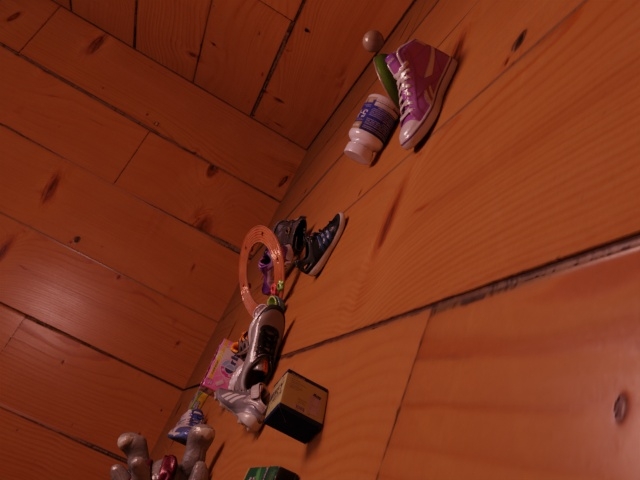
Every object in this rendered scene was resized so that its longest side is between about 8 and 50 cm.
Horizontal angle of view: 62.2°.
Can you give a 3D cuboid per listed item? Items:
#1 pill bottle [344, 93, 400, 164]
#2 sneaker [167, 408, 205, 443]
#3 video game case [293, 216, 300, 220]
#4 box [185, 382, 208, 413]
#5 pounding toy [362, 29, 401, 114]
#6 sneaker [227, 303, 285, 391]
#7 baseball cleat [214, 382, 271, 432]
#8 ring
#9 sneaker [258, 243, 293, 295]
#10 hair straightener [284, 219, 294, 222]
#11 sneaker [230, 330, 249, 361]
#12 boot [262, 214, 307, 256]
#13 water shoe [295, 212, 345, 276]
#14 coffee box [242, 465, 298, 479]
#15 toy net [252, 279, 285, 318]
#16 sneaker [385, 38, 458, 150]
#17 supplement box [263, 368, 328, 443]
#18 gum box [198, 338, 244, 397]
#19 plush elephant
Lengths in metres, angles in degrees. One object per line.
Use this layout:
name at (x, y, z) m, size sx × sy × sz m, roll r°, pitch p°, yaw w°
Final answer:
pill bottle at (0.149, -0.324, 1.562) m, size 0.186 × 0.112 × 0.112 m, roll -62°, pitch 10°, yaw -6°
sneaker at (-0.466, 0.655, 1.879) m, size 0.130 × 0.112 × 0.296 m, roll -65°, pitch 12°, yaw -24°
video game case at (-0.146, -0.004, 2.368) m, size 0.206 × 0.026 × 0.227 m, roll -62°, pitch 10°, yaw -10°
box at (-0.521, 0.680, 2.276) m, size 0.179 × 0.043 × 0.105 m, roll -57°, pitch 11°, yaw 11°
pounding toy at (0.216, -0.443, 1.363) m, size 0.110 × 0.236 × 0.183 m, roll -26°, pitch 9°, yaw 24°
sneaker at (-0.149, 0.297, 1.397) m, size 0.108 × 0.100 × 0.271 m, roll -23°, pitch 44°, yaw 59°
baseball cleat at (-0.179, 0.381, 1.273) m, size 0.206 × 0.072 × 0.109 m, roll 18°, pitch 67°, yaw 52°
ring at (-0.200, 0.115, 1.839) m, size 0.337 × 0.032 × 0.336 m, roll -2°, pitch 88°, yaw 57°
sneaker at (-0.184, 0.105, 1.938) m, size 0.095 × 0.105 × 0.236 m, roll -111°, pitch 37°, yaw -46°
hair straightener at (-0.132, -0.037, 2.227) m, size 0.089 × 0.047 × 0.230 m, roll -55°, pitch 23°, yaw 7°
sneaker at (-0.212, 0.312, 1.659) m, size 0.215 × 0.083 × 0.084 m, roll -52°, pitch 12°, yaw 35°
boot at (-0.133, 0.030, 2.020) m, size 0.229 × 0.091 × 0.262 m, roll 9°, pitch 88°, yaw 65°
water shoe at (0.000, 0.000, 1.482) m, size 0.203 × 0.080 × 0.073 m, roll -63°, pitch 11°, yaw -11°
coffee box at (-0.103, 0.440, 0.886) m, size 0.184 × 0.041 × 0.113 m, roll -43°, pitch 20°, yaw 59°
toy net at (-0.178, 0.214, 1.731) m, size 0.232 × 0.045 × 0.122 m, roll -40°, pitch 54°, yaw 51°
sneaker at (0.202, -0.348, 1.235) m, size 0.102 × 0.161 × 0.282 m, roll -38°, pitch 26°, yaw 61°
supplement box at (-0.040, 0.280, 0.897) m, size 0.056 × 0.083 × 0.083 m, roll -53°, pitch 11°, yaw 31°
gum box at (-0.311, 0.426, 1.756) m, size 0.062 × 0.107 × 0.188 m, roll -49°, pitch 15°, yaw 50°
plush elephant at (-0.435, 0.637, 1.334) m, size 0.255 × 0.272 × 0.329 m, roll 72°, pitch -162°, yaw -72°
